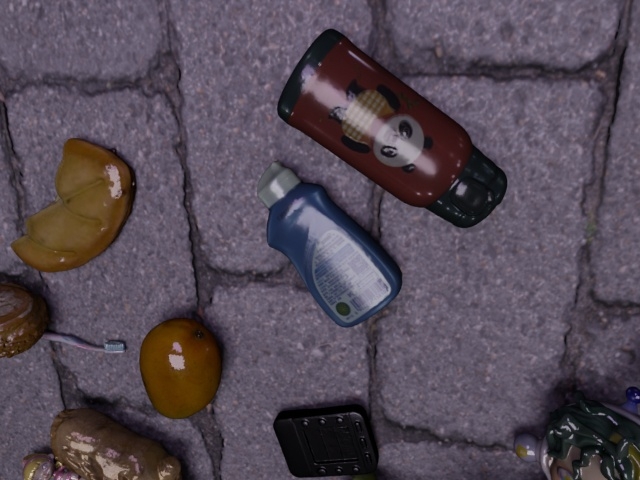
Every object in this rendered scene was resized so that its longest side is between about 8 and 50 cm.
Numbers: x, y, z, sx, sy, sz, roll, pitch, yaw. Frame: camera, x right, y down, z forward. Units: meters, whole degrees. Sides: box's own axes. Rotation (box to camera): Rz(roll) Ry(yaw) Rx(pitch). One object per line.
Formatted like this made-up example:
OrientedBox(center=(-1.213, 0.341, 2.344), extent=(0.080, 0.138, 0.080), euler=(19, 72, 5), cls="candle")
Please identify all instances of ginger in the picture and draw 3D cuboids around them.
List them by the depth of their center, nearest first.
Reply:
OrientedBox(center=(-0.406, 0.473, 0.977), extent=(0.354, 0.126, 0.190), euler=(38, 116, -6), cls="ginger")

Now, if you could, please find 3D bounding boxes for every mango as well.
OrientedBox(center=(-0.259, 0.247, 0.881), extent=(0.152, 0.120, 0.221), euler=(7, 116, 11), cls="mango")

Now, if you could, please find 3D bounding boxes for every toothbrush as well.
OrientedBox(center=(-0.526, 0.206, 0.963), extent=(0.269, 0.021, 0.027), euler=(5, 97, 8), cls="toothbrush")

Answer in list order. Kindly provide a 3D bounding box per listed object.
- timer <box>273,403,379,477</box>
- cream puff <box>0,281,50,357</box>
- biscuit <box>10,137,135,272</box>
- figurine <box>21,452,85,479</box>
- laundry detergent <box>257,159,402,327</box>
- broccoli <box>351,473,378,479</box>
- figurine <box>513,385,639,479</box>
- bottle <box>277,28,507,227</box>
OrientedBox(center=(0.013, 0.390, 0.916), extent=(0.188, 0.055, 0.144), euler=(-12, 104, 18), cls="timer")
OrientedBox(center=(-0.609, 0.158, 0.902), extent=(0.165, 0.150, 0.115), euler=(40, 136, 34), cls="cream puff")
OrientedBox(center=(-0.445, -0.042, 0.854), extent=(0.154, 0.045, 0.299), euler=(38, 111, -6), cls="biscuit")
OrientedBox(center=(-0.591, 0.537, 1.069), extent=(0.187, 0.083, 0.083), euler=(23, 111, -12), cls="figurine")
OrientedBox(center=(0.000, 0.000, 0.770), extent=(0.143, 0.094, 0.290), euler=(-37, 96, 25), cls="laundry detergent")
OrientedBox(center=(0.229, 0.619, 0.862), extent=(0.397, 0.275, 0.353), euler=(0, 104, 37), cls="broccoli")
OrientedBox(center=(0.452, 0.424, 0.784), extent=(0.261, 0.186, 0.381), euler=(14, 118, 28), cls="figurine")
OrientedBox(center=(0.112, -0.147, 0.673), extent=(0.336, 0.144, 0.144), euler=(33, 111, -5), cls="bottle")
